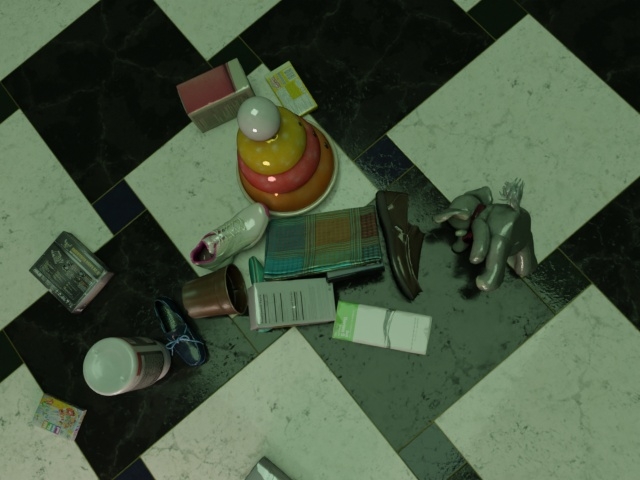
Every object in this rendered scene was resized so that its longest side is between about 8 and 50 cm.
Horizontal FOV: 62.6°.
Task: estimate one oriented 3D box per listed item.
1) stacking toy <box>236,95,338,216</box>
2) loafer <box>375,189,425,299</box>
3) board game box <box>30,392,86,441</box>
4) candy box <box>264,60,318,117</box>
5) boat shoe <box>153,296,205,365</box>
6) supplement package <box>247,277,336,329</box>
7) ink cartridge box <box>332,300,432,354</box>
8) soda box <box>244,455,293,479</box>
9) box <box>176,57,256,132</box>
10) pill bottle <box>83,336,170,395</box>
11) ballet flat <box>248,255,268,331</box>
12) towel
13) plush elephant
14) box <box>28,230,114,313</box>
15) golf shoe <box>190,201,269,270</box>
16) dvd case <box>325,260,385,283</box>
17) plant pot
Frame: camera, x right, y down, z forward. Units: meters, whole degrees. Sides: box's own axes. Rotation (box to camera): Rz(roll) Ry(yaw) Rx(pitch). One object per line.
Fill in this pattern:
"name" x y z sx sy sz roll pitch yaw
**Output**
"stacking toy" -0.135 -0.284 1.580 0.350 0.480 0.351 -1 80 6
"loafer" 0.269 0.003 1.653 0.130 0.134 0.366 -13 78 4
"board game box" -0.862 0.581 1.734 0.154 0.026 0.104 18 82 10
"candy box" -0.104 -0.523 1.852 0.105 0.027 0.206 -31 77 3
"boat shoe" -0.474 0.301 1.709 0.109 0.089 0.258 -41 78 -2
"supplement package" -0.092 0.195 1.618 0.243 0.139 0.134 -3 78 -17
"ink cartridge box" 0.185 0.262 1.581 0.272 0.198 0.115 9 81 9
"soda box" -0.097 0.782 1.572 0.286 0.091 0.098 37 85 12
"box" -0.350 -0.497 1.815 0.232 0.148 0.127 -24 77 1
"pill bottle" -0.576 0.376 1.608 0.161 0.283 0.161 -1 80 7
"ballet flat" -0.182 0.172 1.713 0.087 0.083 0.248 -2 78 -18
"towel" 0.000 0.000 1.661 0.369 0.040 0.272 -10 43 8
"plush elephant" 0.482 -0.037 1.594 0.271 0.255 0.330 -21 115 -36
"box" -0.855 0.108 1.808 0.231 0.056 0.183 38 85 12
"golf shoe" -0.291 -0.008 1.686 0.306 0.140 0.115 -43 71 16
"dvd case" 0.092 0.021 1.658 0.180 0.022 0.253 -13 43 4
"plant pot" -0.342 0.174 1.690 0.165 0.167 0.167 -15 78 12
